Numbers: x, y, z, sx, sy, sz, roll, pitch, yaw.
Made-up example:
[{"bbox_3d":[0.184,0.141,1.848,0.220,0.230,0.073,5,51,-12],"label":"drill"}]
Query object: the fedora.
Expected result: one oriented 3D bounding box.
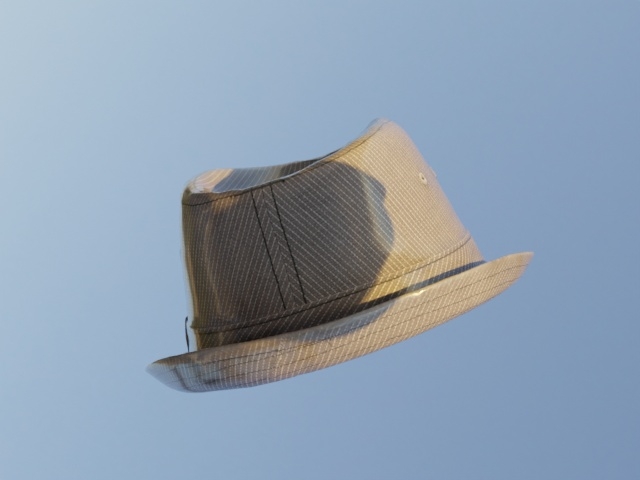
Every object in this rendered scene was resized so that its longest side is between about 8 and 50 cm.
[{"bbox_3d":[0.000,0.000,0.765,0.243,0.124,0.275,-17,-178,19],"label":"fedora"}]
